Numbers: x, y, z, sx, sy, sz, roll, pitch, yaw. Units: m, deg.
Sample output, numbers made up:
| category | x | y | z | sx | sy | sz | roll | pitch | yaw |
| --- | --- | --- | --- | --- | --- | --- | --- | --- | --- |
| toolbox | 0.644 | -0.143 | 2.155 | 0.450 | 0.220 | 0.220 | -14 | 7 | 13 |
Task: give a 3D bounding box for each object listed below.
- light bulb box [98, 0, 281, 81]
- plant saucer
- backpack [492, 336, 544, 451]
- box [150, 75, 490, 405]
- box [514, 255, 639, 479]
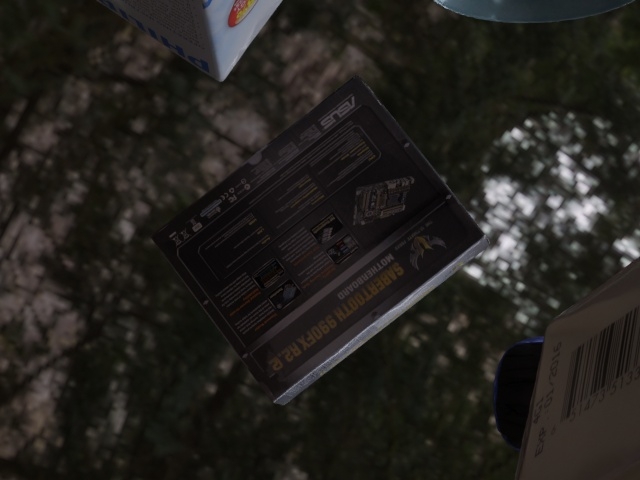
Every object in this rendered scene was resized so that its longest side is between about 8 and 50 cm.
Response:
| category | x | y | z | sx | sy | sz | roll | pitch | yaw |
| --- | --- | --- | --- | --- | --- | --- | --- | --- | --- |
| light bulb box | -0.082 | -0.385 | 1.364 | 0.225 | 0.361 | 0.358 | 35 | -101 | 9 |
| plant saucer | 0.180 | -0.231 | 1.291 | 0.195 | 0.195 | 0.037 | -13 | -108 | 40 |
| backpack | 0.192 | 0.123 | 1.208 | 0.120 | 0.101 | 0.098 | 2 | -94 | 6 |
| box | 0.000 | 0.000 | 1.349 | 0.231 | 0.056 | 0.183 | -39 | -102 | 2 |
| box | 0.225 | 0.107 | 0.711 | 0.148 | 0.232 | 0.126 | -44 | -158 | 49 |
